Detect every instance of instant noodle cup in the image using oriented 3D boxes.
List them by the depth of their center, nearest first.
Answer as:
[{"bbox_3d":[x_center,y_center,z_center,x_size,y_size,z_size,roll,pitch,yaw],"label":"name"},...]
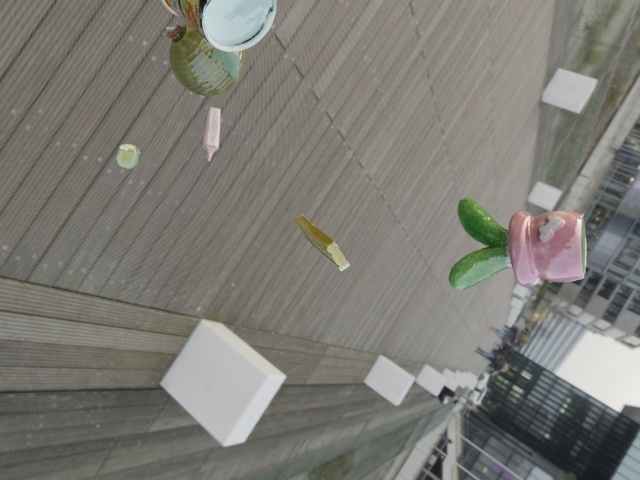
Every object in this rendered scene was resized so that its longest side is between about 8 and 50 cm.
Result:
[{"bbox_3d":[-0.213,-0.529,0.993,0.230,0.182,0.230,-30,157,-14],"label":"instant noodle cup"}]

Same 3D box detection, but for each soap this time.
[{"bbox_3d":[-0.001,0.001,1.349,0.037,0.252,0.092,-38,122,-6],"label":"soap"}]

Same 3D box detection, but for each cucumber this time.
[{"bbox_3d":[-0.588,-0.257,1.419,0.067,0.035,0.107,12,154,-28],"label":"cucumber"}]

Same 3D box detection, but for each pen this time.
[{"bbox_3d":[-0.358,-0.347,1.527,0.053,0.032,0.197,10,70,-28],"label":"pen"}]

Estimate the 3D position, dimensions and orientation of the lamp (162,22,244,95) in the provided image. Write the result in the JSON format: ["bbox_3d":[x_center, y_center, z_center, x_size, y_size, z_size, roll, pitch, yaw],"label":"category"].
[{"bbox_3d":[-0.393,-0.613,1.528,0.284,0.250,0.250,27,94,-49],"label":"lamp"}]

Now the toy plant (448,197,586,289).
[{"bbox_3d":[0.562,0.003,1.335,0.211,0.356,0.316,40,56,-39],"label":"toy plant"}]
